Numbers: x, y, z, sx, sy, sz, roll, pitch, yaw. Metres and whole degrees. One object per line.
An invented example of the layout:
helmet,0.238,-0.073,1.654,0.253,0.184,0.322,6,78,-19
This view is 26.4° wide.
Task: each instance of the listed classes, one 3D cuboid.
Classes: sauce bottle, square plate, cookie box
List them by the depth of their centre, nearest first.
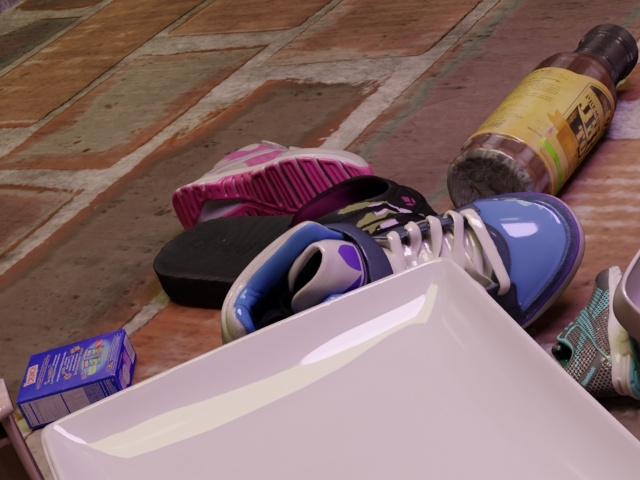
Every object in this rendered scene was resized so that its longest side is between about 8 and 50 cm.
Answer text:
square plate,0.009,0.161,0.915,0.347,0.049,0.344,-23,31,-11
cookie box,-0.249,0.141,1.399,0.107,0.040,0.092,-16,26,7
sauce bottle,0.260,-0.139,1.509,0.111,0.111,0.344,2,35,37

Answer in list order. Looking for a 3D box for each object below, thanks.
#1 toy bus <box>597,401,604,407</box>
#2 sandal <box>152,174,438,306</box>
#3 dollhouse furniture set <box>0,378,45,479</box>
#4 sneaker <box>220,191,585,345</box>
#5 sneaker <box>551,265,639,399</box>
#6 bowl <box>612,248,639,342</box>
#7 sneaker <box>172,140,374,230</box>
toy bus,0.152,0.151,1.030,0.202,0.104,0.191,-28,27,-16
sandal,-0.002,0.001,1.423,0.446,0.107,0.167,-1,32,33
dollhouse furniture set,-0.185,0.249,0.969,0.286,0.198,0.303,-25,27,-11
sneaker,0.070,0.034,1.157,0.323,0.130,0.236,-24,-17,7
sneaker,0.234,0.079,1.165,0.076,0.065,0.166,-15,24,18
bowl,0.309,0.058,1.104,0.142,0.053,0.142,40,51,11
sneaker,-0.048,-0.073,1.605,0.252,0.103,0.111,-4,31,27
